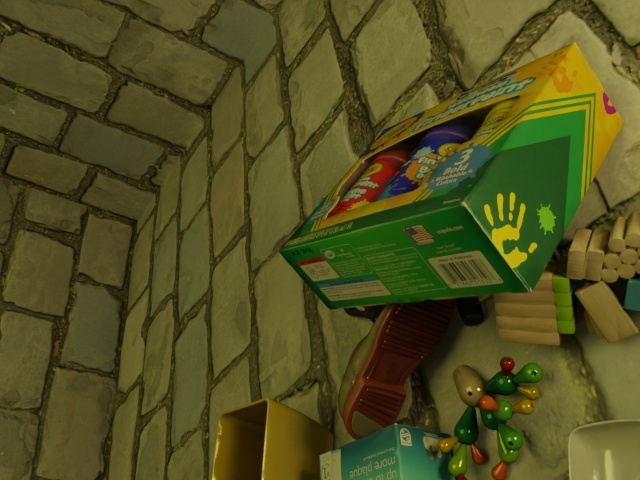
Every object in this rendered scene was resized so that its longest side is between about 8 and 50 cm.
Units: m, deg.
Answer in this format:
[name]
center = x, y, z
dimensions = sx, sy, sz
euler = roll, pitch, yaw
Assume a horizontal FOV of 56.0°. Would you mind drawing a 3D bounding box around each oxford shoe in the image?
[oxford shoe]
center = 0.119, 0.171, 1.061
dimensions = 0.348, 0.123, 0.130
euler = -60, 23, 3

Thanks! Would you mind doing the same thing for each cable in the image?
[cable]
center = 0.132, 0.146, 1.226
dimensions = 0.287, 0.072, 0.139
euler = 159, 109, -67

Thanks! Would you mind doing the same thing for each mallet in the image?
[mallet]
center = 0.300, 0.078, 0.985
dimensions = 0.190, 0.039, 0.062
euler = -37, 41, 38

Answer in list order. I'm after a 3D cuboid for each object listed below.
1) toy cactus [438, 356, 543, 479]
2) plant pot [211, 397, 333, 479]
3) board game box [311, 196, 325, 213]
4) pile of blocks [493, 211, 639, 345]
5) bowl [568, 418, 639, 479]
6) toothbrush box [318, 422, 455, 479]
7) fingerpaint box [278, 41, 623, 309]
[toy cactus]
center = 0.243, 0.256, 0.918
dimensions = 0.180, 0.112, 0.218
euler = -117, 45, -64
[plant pot]
center = -0.090, 0.460, 1.233
dimensions = 0.212, 0.187, 0.212
euler = -32, 47, 47
[board game box]
center = 0.000, 0.000, 1.465
dimensions = 0.170, 0.048, 0.141
euler = -58, 33, 17
[pile of blocks]
center = 0.400, 0.035, 0.803
dimensions = 0.362, 0.149, 0.113
euler = -30, 4, 36
[bowl]
center = 0.373, 0.288, 0.714
dimensions = 0.142, 0.053, 0.141
euler = -29, 49, 50
[toothbrush box]
center = 0.111, 0.473, 0.959
dimensions = 0.216, 0.126, 0.295
euler = -39, 43, 42
[fingerpaint box]
center = 0.191, -0.083, 0.979
dimensions = 0.371, 0.163, 0.445
euler = -50, 19, -29
